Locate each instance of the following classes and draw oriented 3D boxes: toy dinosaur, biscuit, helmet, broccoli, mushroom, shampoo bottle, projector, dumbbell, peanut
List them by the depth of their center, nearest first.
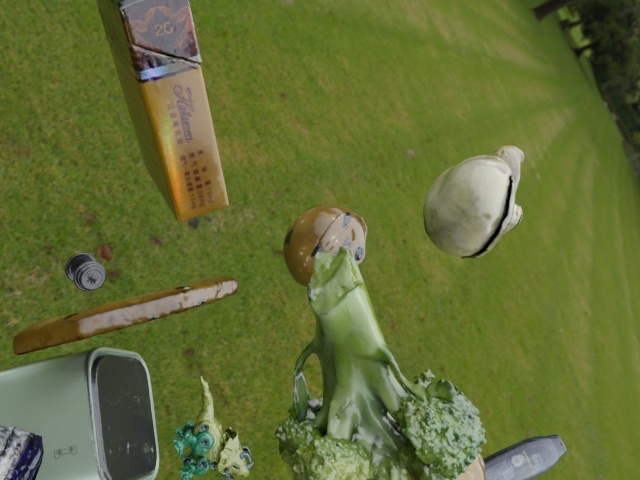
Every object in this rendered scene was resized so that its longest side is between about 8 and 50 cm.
[{"bbox_3d":[0.049,0.205,0.664,0.186,0.254,0.302,-34,136,-35],"label":"broccoli"},{"bbox_3d":[0.210,-0.047,0.791,0.122,0.154,0.154,19,47,-9],"label":"mushroom"},{"bbox_3d":[-0.303,0.113,0.936,0.359,0.359,0.046,-13,89,-56],"label":"biscuit"},{"bbox_3d":[-0.459,0.343,1.046,0.248,0.249,0.249,64,12,-74],"label":"projector"},{"bbox_3d":[-0.252,0.422,1.265,0.094,0.153,0.259,-142,-147,-75],"label":"toy dinosaur"},{"bbox_3d":[0.426,0.497,1.279,0.087,0.233,0.049,63,0,-7],"label":"shampoo bottle"},{"bbox_3d":[0.421,-0.118,1.364,0.099,0.099,0.214,8,99,-52],"label":"peanut"},{"bbox_3d":[0.000,0.000,1.380,0.224,0.198,0.130,-57,148,-8],"label":"helmet"},{"bbox_3d":[-0.728,0.096,1.798,0.099,0.208,0.099,-16,116,-36],"label":"dumbbell"}]

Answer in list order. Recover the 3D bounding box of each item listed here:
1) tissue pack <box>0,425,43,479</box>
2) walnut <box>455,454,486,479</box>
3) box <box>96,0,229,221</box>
[{"bbox_3d":[-0.467,0.425,0.720,0.123,0.245,0.332,25,19,-15],"label":"tissue pack"},{"bbox_3d":[0.160,0.384,0.925,0.213,0.213,0.213,32,45,-40],"label":"walnut"},{"bbox_3d":[-0.297,-0.275,1.088,0.264,0.115,0.416,49,-28,47],"label":"box"}]
